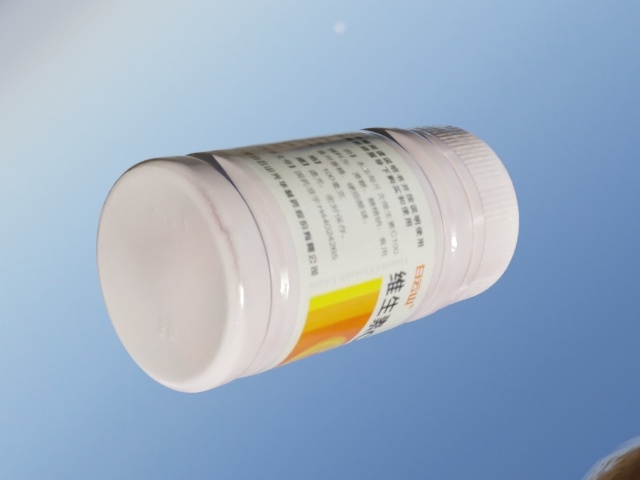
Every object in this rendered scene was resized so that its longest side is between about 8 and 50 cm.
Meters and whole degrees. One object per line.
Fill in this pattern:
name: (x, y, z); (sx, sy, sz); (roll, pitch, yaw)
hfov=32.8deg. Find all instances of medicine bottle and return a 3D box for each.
medicine bottle: (0.000, 0.000, 0.667); (0.249, 0.133, 0.133); (-14, 176, -45)

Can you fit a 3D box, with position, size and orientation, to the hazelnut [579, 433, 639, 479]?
hazelnut: (0.399, 0.323, 1.014); (0.315, 0.372, 0.372); (-36, -164, -27)
